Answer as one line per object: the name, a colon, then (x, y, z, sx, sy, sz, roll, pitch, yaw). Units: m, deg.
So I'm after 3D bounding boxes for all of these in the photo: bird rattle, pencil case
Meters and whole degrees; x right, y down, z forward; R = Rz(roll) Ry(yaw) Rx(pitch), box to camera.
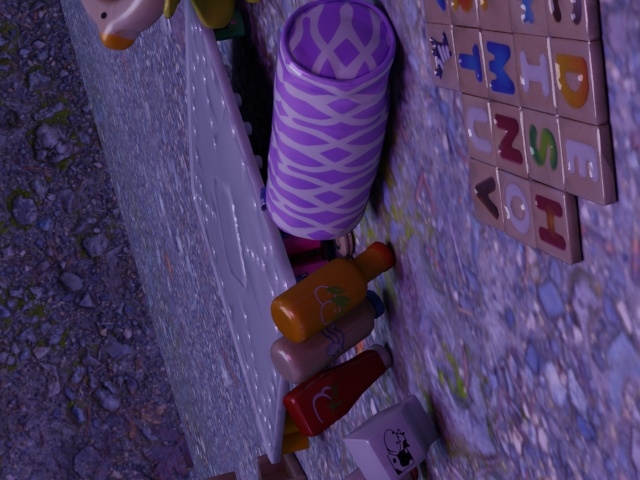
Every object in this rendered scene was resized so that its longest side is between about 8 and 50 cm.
bird rattle: (-0.178, -0.300, 1.104, 0.207, 0.143, 0.253, -41, 69, 36)
pencil case: (0.005, -0.084, 0.852, 0.206, 0.086, 0.088, 102, 178, -57)

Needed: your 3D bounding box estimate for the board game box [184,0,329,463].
board game box: (-0.074, -0.013, 1.239, 0.390, 0.050, 0.389, 98, 157, -57)

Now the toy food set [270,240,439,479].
toy food set: (0.046, 0.123, 0.919, 0.232, 0.104, 0.111, 60, 153, -6)

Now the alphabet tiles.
alphabet tiles: (0.095, -0.112, 0.618, 0.198, 0.009, 0.237, -144, 43, -68)

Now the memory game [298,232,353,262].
memory game: (0.000, 0.000, 1.079, 0.186, 0.012, 0.186, 166, 90, -76)

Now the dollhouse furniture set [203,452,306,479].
dollhouse furniture set: (-0.126, 0.440, 1.387, 0.286, 0.304, 0.198, -129, 29, -59)
